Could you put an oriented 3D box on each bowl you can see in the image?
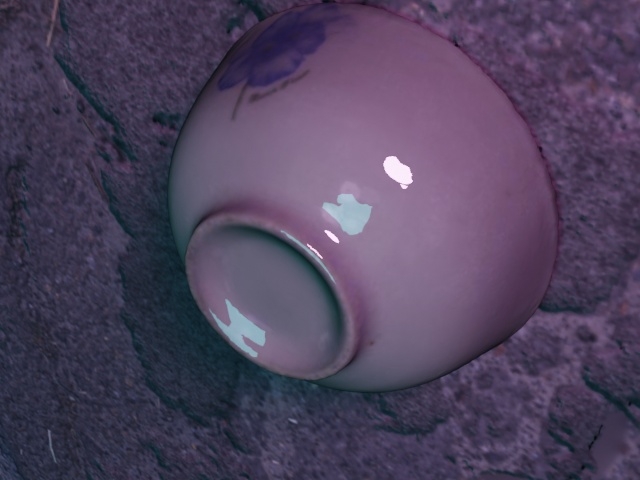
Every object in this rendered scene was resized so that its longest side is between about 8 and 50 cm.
[{"bbox_3d":[0.000,0.000,0.683,0.289,0.146,0.289,20,131,25],"label":"bowl"}]
